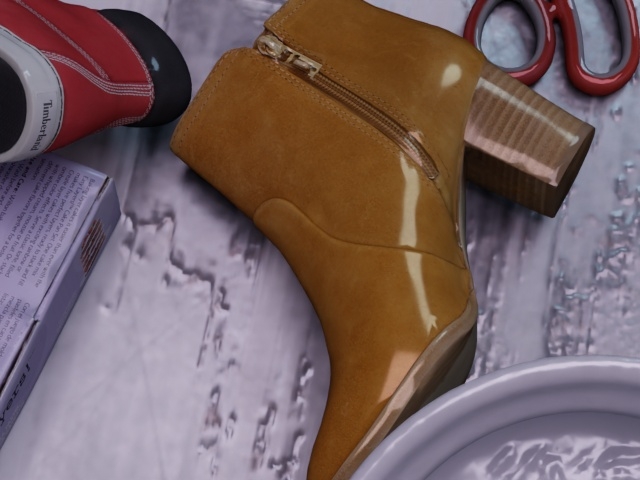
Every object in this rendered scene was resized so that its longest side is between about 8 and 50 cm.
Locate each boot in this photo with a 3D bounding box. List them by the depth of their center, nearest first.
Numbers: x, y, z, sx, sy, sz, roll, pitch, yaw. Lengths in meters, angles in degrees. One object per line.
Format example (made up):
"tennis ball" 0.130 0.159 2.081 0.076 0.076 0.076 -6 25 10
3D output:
"boot" 0.000 -0.001 0.960 0.211 0.104 0.295 26 68 15
"boot" -0.198 -0.129 0.988 0.244 0.176 0.088 34 116 21

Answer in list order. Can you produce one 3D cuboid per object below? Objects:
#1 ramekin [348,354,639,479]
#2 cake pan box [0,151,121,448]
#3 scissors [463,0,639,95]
"ramekin" 0.129 0.193 0.826 0.277 0.135 0.277 0 86 4
"cake pan box" -0.275 0.039 0.950 0.246 0.070 0.267 20 70 9
"scissors" 0.124 -0.221 1.078 0.109 0.021 0.297 -9 69 -1
